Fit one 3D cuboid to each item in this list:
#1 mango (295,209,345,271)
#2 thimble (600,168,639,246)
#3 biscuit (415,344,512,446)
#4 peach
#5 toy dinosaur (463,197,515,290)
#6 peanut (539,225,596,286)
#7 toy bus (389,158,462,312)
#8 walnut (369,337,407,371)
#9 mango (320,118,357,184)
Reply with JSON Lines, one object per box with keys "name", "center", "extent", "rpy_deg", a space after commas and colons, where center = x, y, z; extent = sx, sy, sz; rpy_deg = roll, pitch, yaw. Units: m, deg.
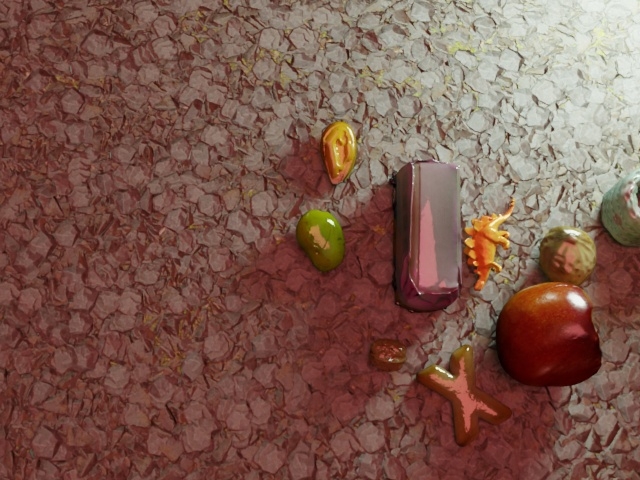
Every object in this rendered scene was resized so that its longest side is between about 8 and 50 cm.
{"name": "mango", "center": [0.005, -0.004, 1.455], "extent": [0.117, 0.089, 0.163], "rpy_deg": [-34, 92, -14]}
{"name": "thimble", "center": [0.847, -0.092, 1.430], "extent": [0.211, 0.149, 0.185], "rpy_deg": [-31, 77, -6]}
{"name": "biscuit", "center": [0.359, 0.384, 1.385], "extent": [0.164, 0.047, 0.208], "rpy_deg": [-30, 79, -7]}
{"name": "peach", "center": [0.535, 0.229, 1.302], "extent": [0.245, 0.274, 0.248], "rpy_deg": [-35, 74, -10]}
{"name": "toy dinosaur", "center": [0.433, -0.004, 1.458], "extent": [0.117, 0.070, 0.288], "rpy_deg": [20, 74, 5]}
{"name": "peanut", "center": [0.631, 0.044, 1.425], "extent": [0.141, 0.109, 0.159], "rpy_deg": [12, 91, 14]}
{"name": "toy bus", "center": [0.268, -0.013, 1.412], "extent": [0.171, 0.162, 0.386], "rpy_deg": [2, 79, 0]}
{"name": "walnut", "center": [0.170, 0.287, 1.393], "extent": [0.096, 0.082, 0.079], "rpy_deg": [13, 107, 2]}
{"name": "mango", "center": [0.049, -0.241, 1.511], "extent": [0.101, 0.066, 0.187], "rpy_deg": [0, 83, -8]}
